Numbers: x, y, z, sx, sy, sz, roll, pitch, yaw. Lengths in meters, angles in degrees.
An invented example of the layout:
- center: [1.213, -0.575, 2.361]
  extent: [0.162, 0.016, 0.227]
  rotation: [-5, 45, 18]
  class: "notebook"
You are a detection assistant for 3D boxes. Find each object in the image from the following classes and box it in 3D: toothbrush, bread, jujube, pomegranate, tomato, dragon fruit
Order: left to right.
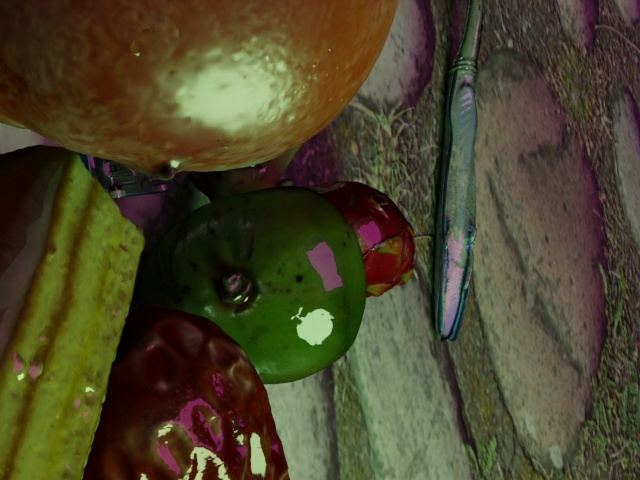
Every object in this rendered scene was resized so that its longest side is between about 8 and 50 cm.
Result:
- center: [-0.198, 0.079, 0.911]
  extent: [0.110, 0.184, 0.234]
  rotation: [43, 45, -42]
  class: "bread"
- center: [-0.084, -0.162, 0.913]
  extent: [0.265, 0.265, 0.265]
  rotation: [25, 61, -55]
  class: "tomato"
- center: [-0.093, 0.153, 1.110]
  extent: [0.155, 0.155, 0.230]
  rotation: [-56, 138, -50]
  class: "jujube"
- center: [-0.045, 0.007, 1.239]
  extent: [0.131, 0.152, 0.191]
  rotation: [78, 9, -47]
  class: "pomegranate"
- center: [0.000, 0.000, 1.379]
  extent: [0.190, 0.094, 0.094]
  rotation: [0, 82, -48]
  class: "dragon fruit"
- center: [0.127, -0.103, 1.672]
  extent: [0.035, 0.042, 0.413]
  rotation: [14, 65, -19]
  class: "toothbrush"

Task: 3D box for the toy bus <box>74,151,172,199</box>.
- center: [-0.133, -0.045, 1.198]
  extent: [0.083, 0.046, 0.038]
  rotation: [-10, 90, -58]
  class: "toy bus"
